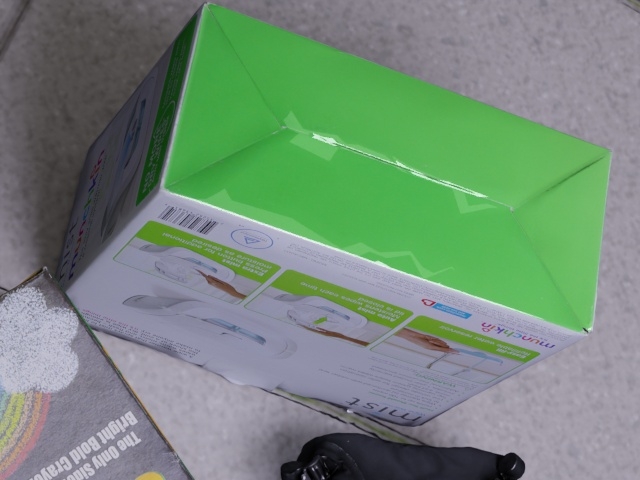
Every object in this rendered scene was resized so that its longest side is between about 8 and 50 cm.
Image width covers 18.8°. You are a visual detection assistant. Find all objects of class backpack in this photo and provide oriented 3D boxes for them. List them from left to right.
[{"bbox_3d":[0.048,0.216,1.154,0.152,0.115,0.182,3,58,0],"label":"backpack"}]

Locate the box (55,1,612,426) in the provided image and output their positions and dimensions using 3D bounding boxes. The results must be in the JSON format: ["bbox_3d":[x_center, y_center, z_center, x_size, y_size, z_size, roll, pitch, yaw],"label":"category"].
[{"bbox_3d":[0.000,0.000,1.150,0.262,0.231,0.126,18,66,-16],"label":"box"}]

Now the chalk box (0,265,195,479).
[{"bbox_3d":[-0.162,0.149,1.086,0.132,0.132,0.213,-32,87,-30],"label":"chalk box"}]
